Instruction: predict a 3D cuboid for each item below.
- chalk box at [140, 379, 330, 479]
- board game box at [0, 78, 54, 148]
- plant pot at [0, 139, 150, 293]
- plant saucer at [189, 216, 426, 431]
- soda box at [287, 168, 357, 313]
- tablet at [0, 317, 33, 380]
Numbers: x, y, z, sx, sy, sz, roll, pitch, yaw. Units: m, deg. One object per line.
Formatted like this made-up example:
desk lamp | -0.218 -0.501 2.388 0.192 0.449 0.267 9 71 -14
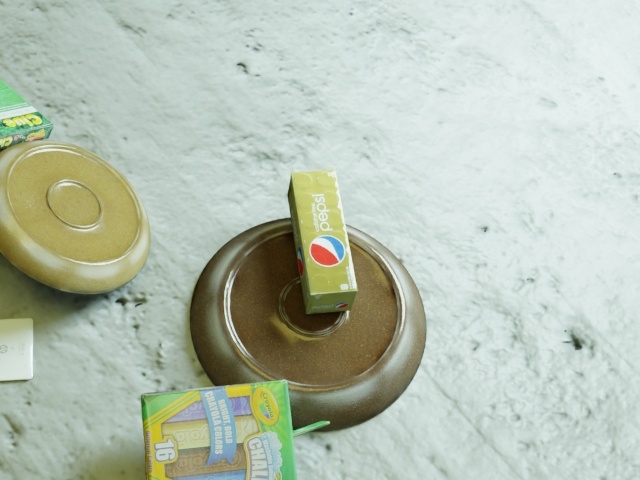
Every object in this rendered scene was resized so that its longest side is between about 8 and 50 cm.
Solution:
chalk box | -0.096 0.234 1.367 0.213 0.132 0.132 -4 80 -9
board game box | -0.486 -0.159 1.541 0.136 0.030 0.260 38 31 20
plant pot | -0.317 -0.040 1.509 0.236 0.032 0.236 22 45 -24
plant saucer | -0.012 0.093 1.527 0.311 0.050 0.310 3 61 -6
soda box | 0.000 0.000 1.519 0.061 0.058 0.181 -4 61 -10
tablet | -0.385 0.136 1.475 0.054 0.006 0.083 -3 60 -9
